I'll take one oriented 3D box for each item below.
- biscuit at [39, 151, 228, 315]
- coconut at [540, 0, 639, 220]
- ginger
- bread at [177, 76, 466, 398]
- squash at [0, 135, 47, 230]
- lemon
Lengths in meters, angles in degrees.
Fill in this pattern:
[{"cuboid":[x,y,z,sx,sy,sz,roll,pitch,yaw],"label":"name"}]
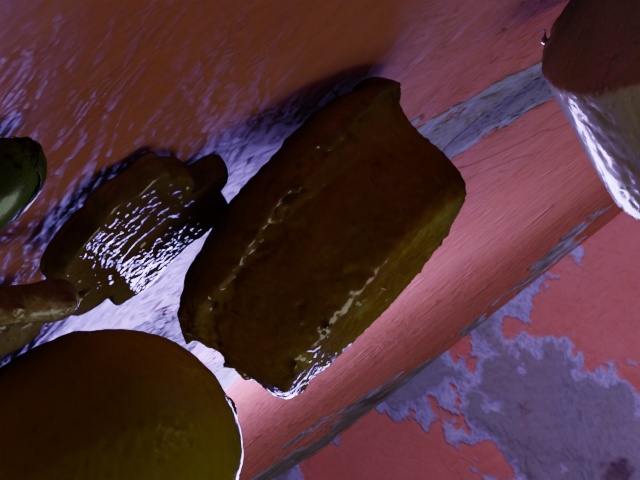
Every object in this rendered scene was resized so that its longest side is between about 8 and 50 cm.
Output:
[{"cuboid":[-0.141,-0.009,1.418,0.166,0.036,0.225,-42,169,6],"label":"biscuit"},{"cuboid":[0.311,-0.151,1.621,0.239,0.244,0.239,-24,-158,10],"label":"coconut"},{"cuboid":[-0.246,0.056,1.357,0.193,0.052,0.176,-22,165,37],"label":"ginger"},{"cuboid":[0.000,0.000,1.510,0.268,0.146,0.268,-49,172,-9],"label":"bread"},{"cuboid":[-0.235,-0.002,1.131,0.183,0.052,0.052,-32,170,12],"label":"squash"},{"cuboid":[-0.199,0.194,1.657,0.288,0.233,0.233,-27,168,-24],"label":"lemon"}]
